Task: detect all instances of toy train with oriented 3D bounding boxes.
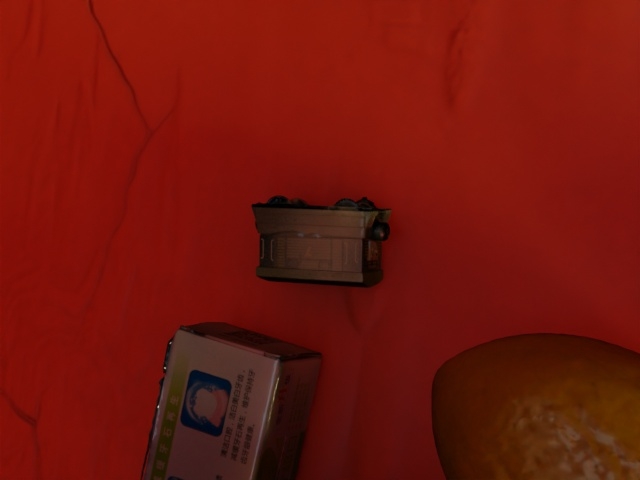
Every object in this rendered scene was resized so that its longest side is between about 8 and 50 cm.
[{"bbox_3d":[0.000,0.000,0.948,0.093,0.038,0.056,3,93,26],"label":"toy train"}]

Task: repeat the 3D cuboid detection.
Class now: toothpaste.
[{"bbox_3d":[-0.081,0.224,0.967,0.081,0.067,0.336,15,96,26],"label":"toothpaste"}]

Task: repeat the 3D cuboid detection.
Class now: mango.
[{"bbox_3d":[0.186,0.196,0.798,0.195,0.142,0.332,-21,80,18],"label":"mango"}]
